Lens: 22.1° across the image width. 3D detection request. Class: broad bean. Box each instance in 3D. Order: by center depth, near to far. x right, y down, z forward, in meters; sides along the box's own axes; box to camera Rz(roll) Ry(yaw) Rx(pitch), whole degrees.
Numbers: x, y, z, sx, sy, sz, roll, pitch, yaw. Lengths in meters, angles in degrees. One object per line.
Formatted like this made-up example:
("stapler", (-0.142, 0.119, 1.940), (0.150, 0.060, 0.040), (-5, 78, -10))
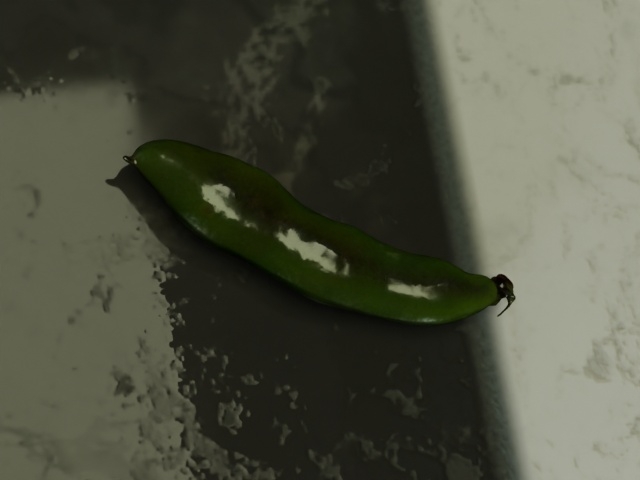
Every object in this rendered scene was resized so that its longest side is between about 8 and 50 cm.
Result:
("broad bean", (-0.001, 0.004, 0.970), (0.254, 0.046, 0.065), (23, 65, -14))
